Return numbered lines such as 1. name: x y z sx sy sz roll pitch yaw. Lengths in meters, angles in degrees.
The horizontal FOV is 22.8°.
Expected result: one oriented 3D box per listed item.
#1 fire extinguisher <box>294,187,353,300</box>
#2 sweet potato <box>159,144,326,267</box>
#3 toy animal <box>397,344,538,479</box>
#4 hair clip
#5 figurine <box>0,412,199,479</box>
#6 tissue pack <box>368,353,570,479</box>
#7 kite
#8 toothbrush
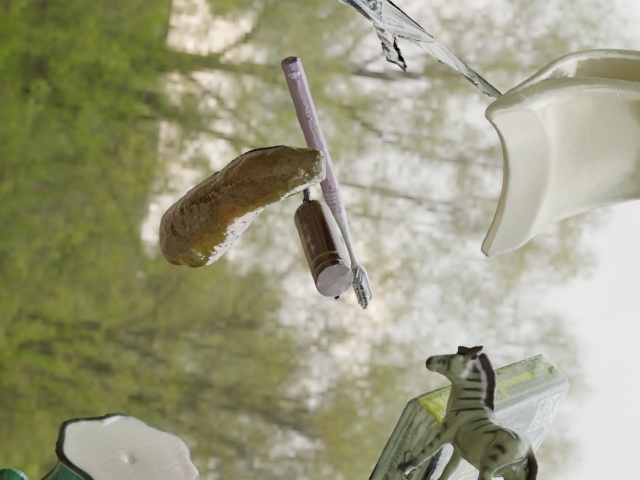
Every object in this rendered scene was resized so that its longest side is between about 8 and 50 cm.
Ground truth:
1. fire extinguisher: 0.000 0.000 1.707 0.158 0.043 0.064 -108 -173 -55
2. sweet potato: -0.083 -0.037 1.502 0.273 0.075 0.075 -34 -132 53
3. toy animal: 0.184 0.224 1.818 0.176 0.073 0.217 -53 -137 -5
4. hair clip: 0.278 -0.101 1.528 0.113 0.282 0.172 -108 -169 -53
5. figurine: -0.311 0.420 2.155 0.231 0.323 0.340 -65 177 -61
6. tissue pack: 0.197 0.260 2.078 0.081 0.257 0.185 45 -51 31
7. kite: 0.064 -0.235 1.724 0.011 0.335 0.314 -59 -170 18
8. toothbrush: 0.011 -0.063 1.922 0.029 0.024 0.354 -86 161 -58
